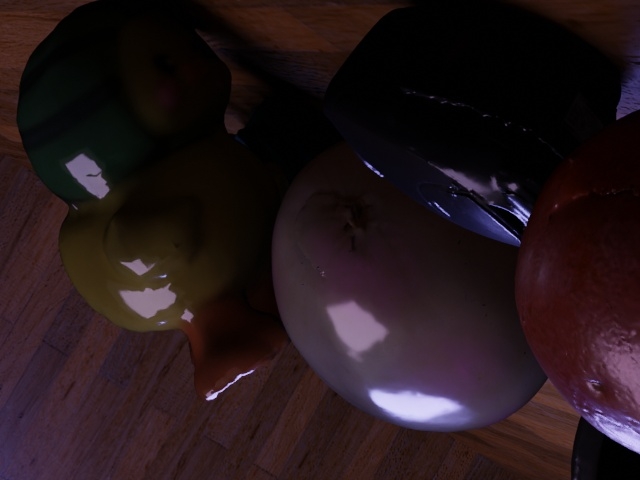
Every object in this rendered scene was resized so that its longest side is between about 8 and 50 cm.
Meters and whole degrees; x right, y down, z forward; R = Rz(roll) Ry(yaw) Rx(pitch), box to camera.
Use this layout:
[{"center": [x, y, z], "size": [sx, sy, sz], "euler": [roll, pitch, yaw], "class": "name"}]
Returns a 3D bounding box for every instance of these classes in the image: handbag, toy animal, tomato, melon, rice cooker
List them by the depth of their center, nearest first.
[{"center": [0.208, 0.014, 1.021], "size": [0.208, 0.208, 0.184], "euler": [11, 120, 66], "class": "tomato"}, {"center": [0.095, -0.072, 1.163], "size": [0.203, 0.118, 0.142], "euler": [23, 169, 43], "class": "rice cooker"}, {"center": [0.082, 0.035, 1.492], "size": [0.223, 0.223, 0.317], "euler": [25, 171, 28], "class": "melon"}, {"center": [-0.140, -0.037, 1.589], "size": [0.338, 0.191, 0.216], "euler": [63, -151, -3], "class": "toy animal"}, {"center": [-0.002, 0.005, 1.792], "size": [0.274, 0.100, 0.269], "euler": [47, 171, -4], "class": "handbag"}]

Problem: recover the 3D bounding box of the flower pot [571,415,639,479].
[{"center": [0.306, 0.138, 1.423], "size": [0.269, 0.269, 0.166], "euler": [31, -168, -12], "class": "flower pot"}]
